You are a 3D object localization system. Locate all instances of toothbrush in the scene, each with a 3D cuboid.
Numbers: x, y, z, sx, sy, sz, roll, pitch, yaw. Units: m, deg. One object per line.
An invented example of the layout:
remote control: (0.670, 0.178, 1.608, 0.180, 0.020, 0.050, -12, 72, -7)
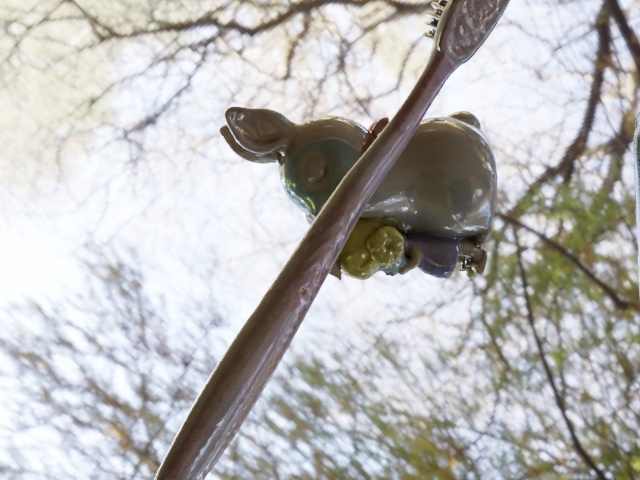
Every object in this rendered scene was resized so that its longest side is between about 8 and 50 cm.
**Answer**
toothbrush: (0.000, 0.000, 0.498, 0.307, 0.025, 0.029, -58, -152, 10)

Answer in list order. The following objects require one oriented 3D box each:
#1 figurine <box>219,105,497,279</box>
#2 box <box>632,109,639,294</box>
figurine: (0.028, -0.044, 0.977, 0.127, 0.236, 0.155, -169, -99, -80)
box: (0.310, 0.072, 0.618, 0.178, 0.328, 0.253, -13, -160, -17)
